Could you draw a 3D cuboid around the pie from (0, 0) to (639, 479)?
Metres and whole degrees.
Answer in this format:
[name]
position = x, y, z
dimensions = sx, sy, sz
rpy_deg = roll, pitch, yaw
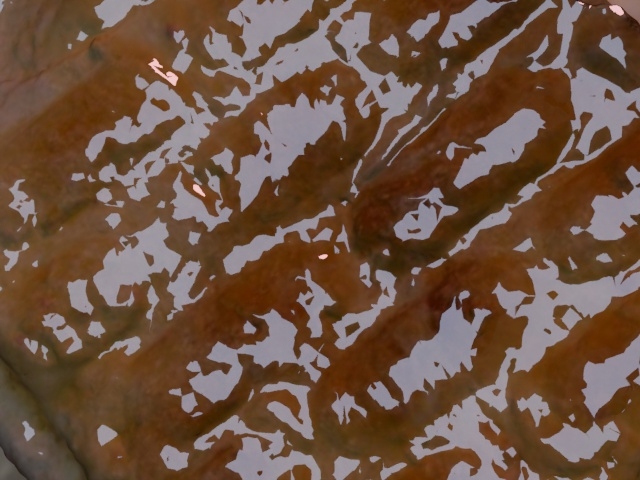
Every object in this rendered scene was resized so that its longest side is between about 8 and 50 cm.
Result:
[pie]
position = 0.000, 0.000, 0.417
dimensions = 0.195, 0.046, 0.195
rpy_deg = 0, 87, 11
